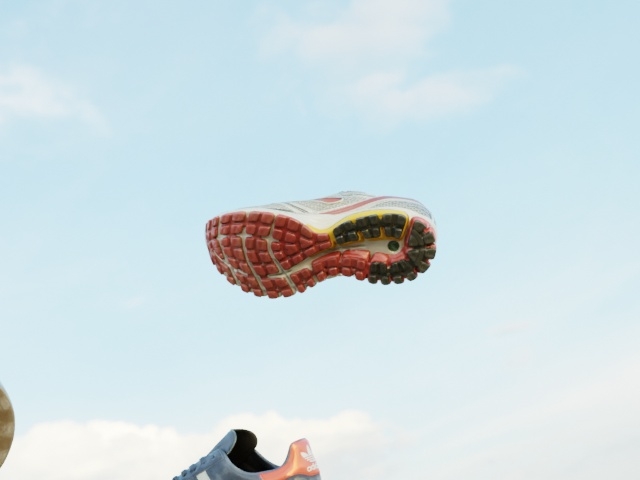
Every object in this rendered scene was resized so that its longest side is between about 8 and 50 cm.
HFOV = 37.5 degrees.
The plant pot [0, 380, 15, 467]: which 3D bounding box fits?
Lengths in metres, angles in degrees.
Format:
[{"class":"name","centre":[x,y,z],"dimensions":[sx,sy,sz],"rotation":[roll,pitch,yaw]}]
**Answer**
[{"class":"plant pot","centre":[-0.583,0.237,1.326],"dimensions":[0.323,0.323,0.280],"rotation":[10,1,-45]}]

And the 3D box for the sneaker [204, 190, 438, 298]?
[{"class":"sneaker","centre":[0.000,0.000,0.888],"dimensions":[0.225,0.088,0.093],"rotation":[1,22,12]}]

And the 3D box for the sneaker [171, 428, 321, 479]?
[{"class":"sneaker","centre":[-0.159,0.350,1.370],"dimensions":[0.350,0.148,0.131],"rotation":[-7,-8,16]}]
